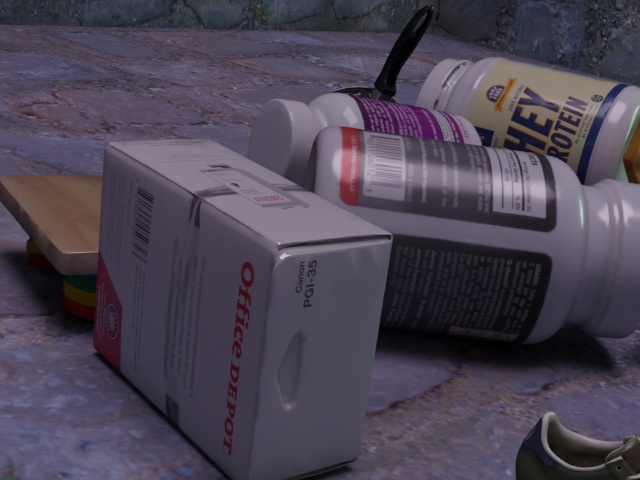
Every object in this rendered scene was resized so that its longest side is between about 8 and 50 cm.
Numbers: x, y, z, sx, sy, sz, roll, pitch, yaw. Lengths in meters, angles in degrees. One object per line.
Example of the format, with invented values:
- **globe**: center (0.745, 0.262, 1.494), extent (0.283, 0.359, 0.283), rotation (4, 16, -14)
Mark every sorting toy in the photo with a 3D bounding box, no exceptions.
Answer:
- **sorting toy**: center (-0.196, 0.007, 1.246), extent (0.255, 0.089, 0.257), rotation (-2, 20, -29)

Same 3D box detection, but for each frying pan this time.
- **frying pan**: center (0.085, -0.180, 1.685), extent (0.197, 0.326, 0.053), rotation (38, 21, -46)

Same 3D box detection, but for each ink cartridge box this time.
- **ink cartridge box**: center (-0.078, 0.049, 0.969), extent (0.117, 0.207, 0.283), rotation (-6, 23, -36)

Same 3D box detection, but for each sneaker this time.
- **sneaker**: center (0.236, 0.192, 0.869), extent (0.192, 0.086, 0.064), rotation (19, 20, 28)

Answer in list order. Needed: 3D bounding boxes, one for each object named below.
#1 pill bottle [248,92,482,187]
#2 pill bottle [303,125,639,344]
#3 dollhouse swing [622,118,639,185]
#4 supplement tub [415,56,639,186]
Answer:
- **pill bottle**: center (0.061, -0.112, 1.577), extent (0.301, 0.169, 0.169), rotation (6, 16, -31)
- **pill bottle**: center (0.161, 0.002, 1.238), extent (0.363, 0.210, 0.210), rotation (8, 17, -5)
- **dollhouse swing**: center (0.649, -0.126, 1.533), extent (0.305, 0.347, 0.315), rotation (18, 9, -36)
- **supplement tub**: center (0.323, -0.150, 1.759), extent (0.324, 0.235, 0.235), rotation (17, 19, 26)
